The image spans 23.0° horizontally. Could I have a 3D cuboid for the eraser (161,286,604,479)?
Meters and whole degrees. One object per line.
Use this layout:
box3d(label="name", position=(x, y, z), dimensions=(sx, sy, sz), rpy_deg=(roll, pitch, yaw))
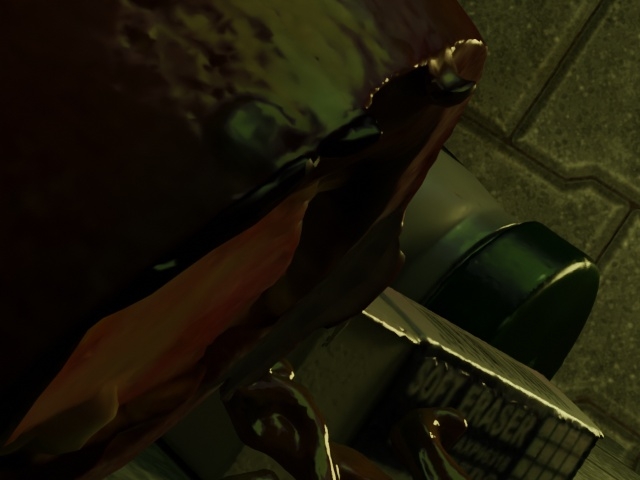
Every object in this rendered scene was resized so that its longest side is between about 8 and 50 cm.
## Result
box3d(label="eraser", position=(0.041, 0.103, 0.892), dimensions=(0.287, 0.130, 0.086), rpy_deg=(31, 8, -48))

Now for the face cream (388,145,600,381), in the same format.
box3d(label="face cream", position=(0.000, 0.000, 1.143), dimensions=(0.357, 0.219, 0.312), rpy_deg=(39, 2, 22))

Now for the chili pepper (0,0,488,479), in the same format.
box3d(label="chili pepper", position=(-0.118, -0.078, 0.453), dimensions=(0.305, 0.251, 0.229), rpy_deg=(56, 2, 5))

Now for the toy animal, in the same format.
box3d(label="toy animal", position=(0.053, 0.148, 0.721), dimensions=(0.157, 0.097, 0.312), rpy_deg=(44, 11, 36))
